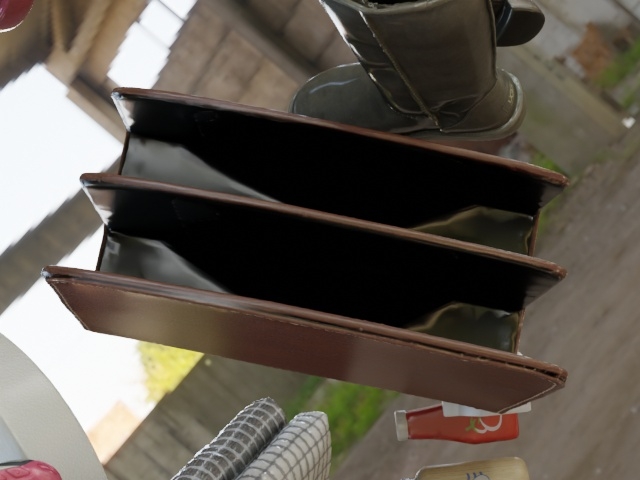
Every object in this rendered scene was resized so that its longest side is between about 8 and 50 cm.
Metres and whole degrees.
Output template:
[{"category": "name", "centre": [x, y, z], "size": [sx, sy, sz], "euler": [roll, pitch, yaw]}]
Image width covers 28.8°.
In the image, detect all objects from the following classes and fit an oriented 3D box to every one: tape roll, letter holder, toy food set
[{"category": "tape roll", "centre": [-0.359, 0.262, 1.288], "size": [0.072, 0.392, 0.392], "euler": [-27, -18, -45]}, {"category": "letter holder", "centre": [0.000, 0.000, 0.781], "size": [0.214, 0.301, 0.152], "euler": [102, 180, -79]}, {"category": "toy food set", "centre": [0.100, 0.130, 0.942], "size": [0.104, 0.232, 0.111], "euler": [-7, 2, 2]}]

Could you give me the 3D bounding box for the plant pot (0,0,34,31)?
[{"category": "plant pot", "centre": [-0.535, -0.393, 1.782], "size": [0.180, 0.201, 0.201], "euler": [-18, -26, -50]}]

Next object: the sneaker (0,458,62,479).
[{"category": "sneaker", "centre": [-0.323, 0.281, 1.108], "size": [0.299, 0.121, 0.112], "euler": [-44, 8, 29]}]

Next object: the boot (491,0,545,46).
[{"category": "boot", "centre": [0.166, -0.366, 1.665], "size": [0.262, 0.229, 0.091], "euler": [6, -44, -37]}]

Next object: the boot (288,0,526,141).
[{"category": "boot", "centre": [0.034, -0.120, 0.802], "size": [0.189, 0.076, 0.208], "euler": [-6, -13, 21]}]

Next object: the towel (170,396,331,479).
[{"category": "towel", "centre": [-0.081, 0.320, 1.183], "size": [0.235, 0.121, 0.284], "euler": [-39, -44, -68]}]
